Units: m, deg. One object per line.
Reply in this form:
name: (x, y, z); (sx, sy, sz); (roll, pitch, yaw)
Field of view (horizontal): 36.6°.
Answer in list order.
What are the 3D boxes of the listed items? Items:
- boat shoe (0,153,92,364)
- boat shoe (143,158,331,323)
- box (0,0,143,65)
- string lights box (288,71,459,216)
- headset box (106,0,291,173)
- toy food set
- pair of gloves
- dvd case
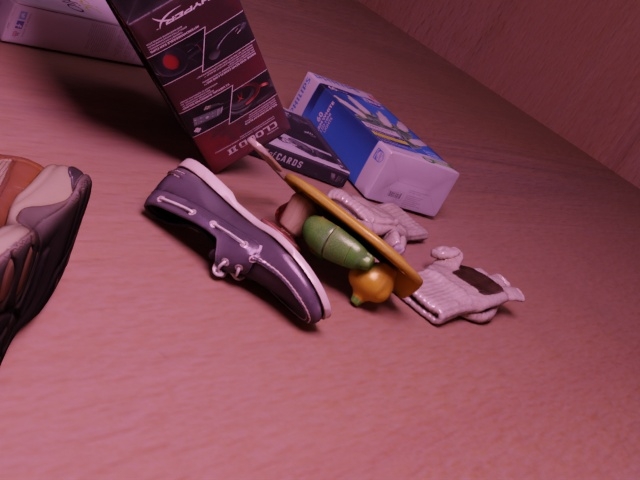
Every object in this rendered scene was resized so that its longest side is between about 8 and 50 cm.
boat shoe: (-0.225, 0.017, 0.553); (0.120, 0.122, 0.324); (22, 12, -8)
boat shoe: (-0.077, 0.012, 0.872); (0.065, 0.075, 0.206); (-39, 70, -23)
box: (-0.343, -0.318, 1.275); (0.232, 0.058, 0.322); (40, 21, 25)
string lights box: (0.070, -0.142, 1.403); (0.133, 0.077, 0.259); (13, 25, -37)
headset box: (-0.149, -0.227, 1.037); (0.218, 0.110, 0.293); (57, -5, 29)
toy food set: (0.000, 0.000, 0.987); (0.218, 0.071, 0.128); (39, -3, 17)
pair of gloves: (0.111, 0.011, 1.140); (0.240, 0.042, 0.204); (42, 23, 32)
dvd case: (-0.090, -0.155, 1.279); (0.239, 0.029, 0.179); (18, 23, -29)
